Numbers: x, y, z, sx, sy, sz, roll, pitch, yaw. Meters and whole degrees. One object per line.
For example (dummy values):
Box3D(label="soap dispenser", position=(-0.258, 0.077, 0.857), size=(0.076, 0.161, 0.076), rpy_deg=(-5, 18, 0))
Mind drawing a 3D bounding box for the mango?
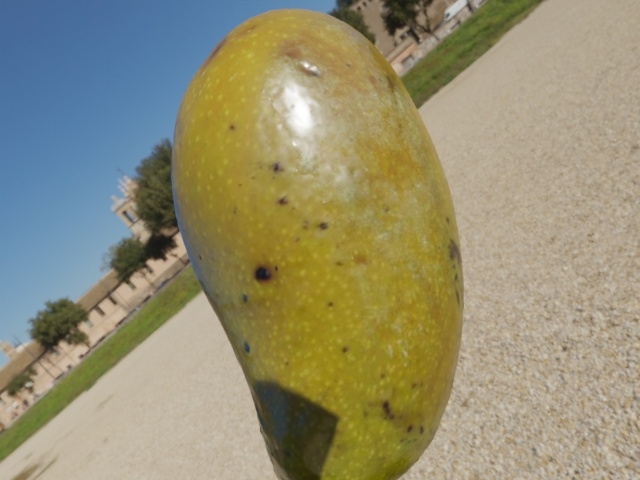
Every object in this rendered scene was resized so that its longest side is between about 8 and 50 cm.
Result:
Box3D(label="mango", position=(0.007, -0.005, 0.383), size=(0.176, 0.330, 0.175), rpy_deg=(-26, -19, 14))
